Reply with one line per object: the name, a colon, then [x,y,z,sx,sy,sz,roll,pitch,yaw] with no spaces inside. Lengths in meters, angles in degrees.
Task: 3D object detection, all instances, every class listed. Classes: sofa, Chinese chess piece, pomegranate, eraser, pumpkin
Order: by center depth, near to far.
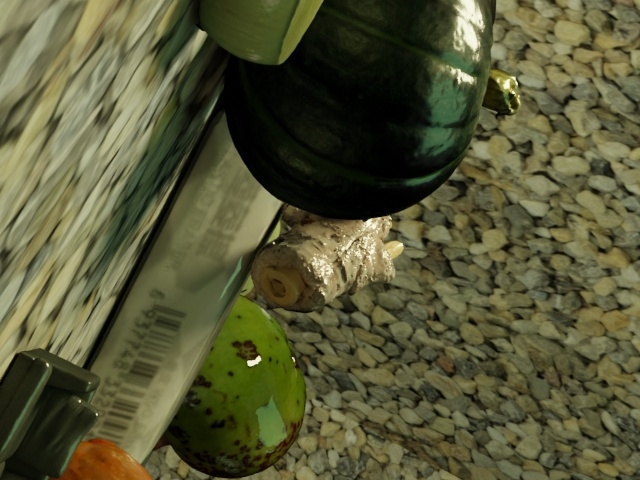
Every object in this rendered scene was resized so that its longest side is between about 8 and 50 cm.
Chinese chess piece: [-0.019,-0.173,0.930,0.144,0.058,0.144,-63,179,-2]
sofa: [-0.190,0.143,0.991,0.147,0.060,0.085,-61,179,-3]
pumpkin: [0.045,-0.132,1.159,0.250,0.216,0.249,-167,-90,-83]
eraser: [-0.098,0.007,1.410,0.396,0.082,0.213,-62,180,18]
pomegranate: [-0.140,0.180,1.804,0.248,0.214,0.214,-28,-176,6]

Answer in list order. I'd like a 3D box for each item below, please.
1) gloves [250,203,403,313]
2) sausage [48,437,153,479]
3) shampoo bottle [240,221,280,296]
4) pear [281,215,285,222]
gloves: [0.004,0.002,1.369,0.144,0.110,0.094,-60,136,-55]
sausage: [-0.222,0.291,1.302,0.268,0.141,0.153,-62,180,-13]
shampoo bottle: [-0.091,-0.004,1.817,0.079,0.079,0.162,-61,180,-42]
pear: [0.022,-0.113,1.642,0.219,0.187,0.187,-63,-179,-39]
